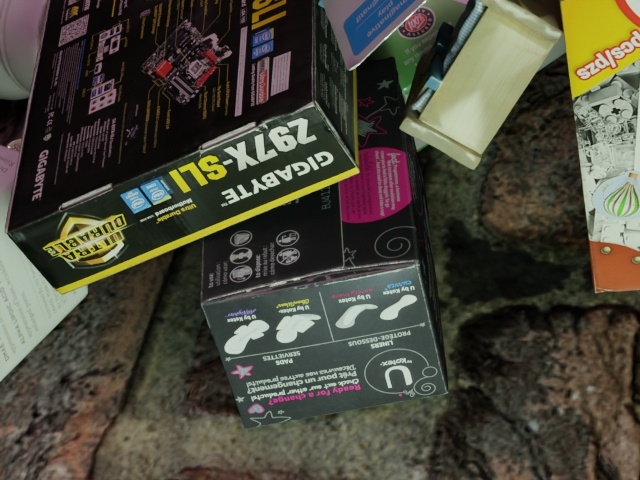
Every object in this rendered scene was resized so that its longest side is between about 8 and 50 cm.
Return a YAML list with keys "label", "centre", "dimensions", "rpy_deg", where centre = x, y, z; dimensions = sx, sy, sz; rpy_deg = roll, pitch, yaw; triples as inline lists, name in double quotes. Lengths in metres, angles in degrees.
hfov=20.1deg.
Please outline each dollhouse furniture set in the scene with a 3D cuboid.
- label: "dollhouse furniture set"
  centre: [0.072, -0.173, 1.347]
  dimensions: [0.184, 0.129, 0.129]
  rpy_deg: [28, 29, -6]

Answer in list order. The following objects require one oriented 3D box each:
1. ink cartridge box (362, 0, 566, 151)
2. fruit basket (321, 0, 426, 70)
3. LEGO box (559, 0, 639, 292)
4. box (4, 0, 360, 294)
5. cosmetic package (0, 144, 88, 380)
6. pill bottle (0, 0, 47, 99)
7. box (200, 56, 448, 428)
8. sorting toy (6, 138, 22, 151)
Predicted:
- label: "ink cartridge box"
  centre: [0.075, -0.254, 1.554]
  dimensions: [0.211, 0.121, 0.289]
  rpy_deg: [-35, 66, -7]
- label: "fruit basket"
  centre: [0.088, -0.315, 1.149]
  dimensions: [0.327, 0.165, 0.353]
  rpy_deg: [-40, 33, 20]
- label: "LEGO box"
  centre: [0.423, -0.171, 1.266]
  dimensions: [0.500, 0.372, 0.193]
  rpy_deg: [-5, 42, 12]
- label: "box"
  centre: [-0.099, -0.131, 1.383]
  dimensions: [0.257, 0.079, 0.322]
  rpy_deg: [-21, 39, 17]
- label: "cosmetic package"
  centre: [-0.389, 0.078, 1.388]
  dimensions: [0.217, 0.156, 0.385]
  rpy_deg: [20, 53, 33]
- label: "pill bottle"
  centre: [-0.324, -0.222, 1.694]
  dimensions: [0.283, 0.161, 0.161]
  rpy_deg: [18, 50, 31]
- label: "box"
  centre: [0.000, 0.000, 1.371]
  dimensions: [0.163, 0.142, 0.247]
  rpy_deg: [-11, 40, 7]
- label: "sorting toy"
  centre: [-0.222, -0.061, 1.580]
  dimensions: [0.075, 0.045, 0.083]
  rpy_deg: [-23, 41, -21]
